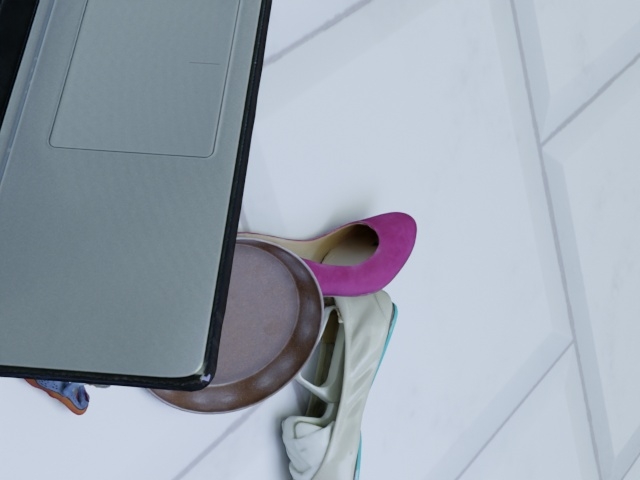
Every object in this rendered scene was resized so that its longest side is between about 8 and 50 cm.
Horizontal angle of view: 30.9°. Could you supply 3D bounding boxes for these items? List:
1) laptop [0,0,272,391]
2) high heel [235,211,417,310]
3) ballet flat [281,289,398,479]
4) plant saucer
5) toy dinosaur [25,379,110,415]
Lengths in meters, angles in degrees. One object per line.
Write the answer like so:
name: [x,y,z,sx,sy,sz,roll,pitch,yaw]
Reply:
laptop: [-0.230,-0.168,0.497,0.236,0.408,0.382,90,5,-57]
high heel: [0.000,0.000,1.067,0.244,0.082,0.117,-28,126,-31]
ballet flat: [0.004,0.158,1.108,0.086,0.086,0.248,25,75,-49]
plant saucer: [-0.081,0.068,0.967,0.168,0.029,0.168,-9,120,-17]
toy dinosaur: [-0.206,0.104,0.884,0.090,0.047,0.082,-15,121,-14]
